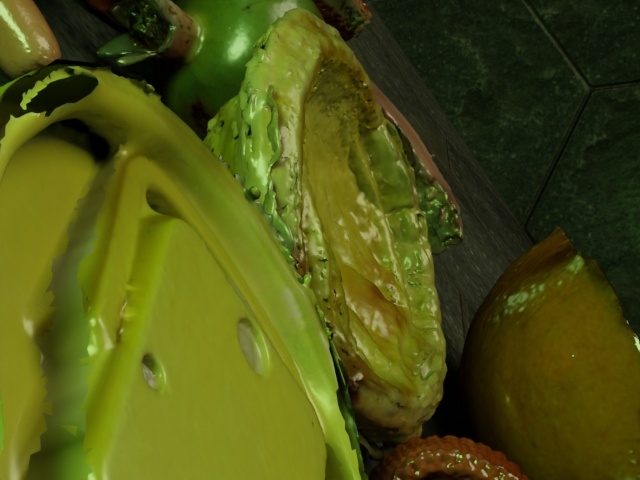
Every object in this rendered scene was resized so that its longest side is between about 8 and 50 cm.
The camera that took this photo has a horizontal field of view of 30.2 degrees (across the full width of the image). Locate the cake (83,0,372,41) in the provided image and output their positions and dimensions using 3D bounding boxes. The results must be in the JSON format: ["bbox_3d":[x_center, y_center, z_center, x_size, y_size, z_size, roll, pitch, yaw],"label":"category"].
[{"bbox_3d":[-0.070,-0.194,0.869,0.262,0.158,0.159,48,18,-29],"label":"cake"}]

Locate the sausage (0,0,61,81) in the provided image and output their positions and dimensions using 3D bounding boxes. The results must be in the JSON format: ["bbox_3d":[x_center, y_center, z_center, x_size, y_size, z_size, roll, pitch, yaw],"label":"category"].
[{"bbox_3d":[-0.164,-0.118,0.614,0.083,0.034,0.034,57,13,7],"label":"sausage"}]

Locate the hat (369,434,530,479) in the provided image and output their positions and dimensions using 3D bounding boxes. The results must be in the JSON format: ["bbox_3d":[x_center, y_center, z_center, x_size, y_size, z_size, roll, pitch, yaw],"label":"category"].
[{"bbox_3d":[0.072,0.158,0.685,0.112,0.093,0.162,64,-5,1],"label":"hat"}]

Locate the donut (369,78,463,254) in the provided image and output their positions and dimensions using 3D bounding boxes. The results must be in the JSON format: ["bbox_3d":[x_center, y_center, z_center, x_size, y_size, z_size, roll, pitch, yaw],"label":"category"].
[{"bbox_3d":[0.043,-0.088,1.151,0.233,0.085,0.199,39,21,-48],"label":"donut"}]

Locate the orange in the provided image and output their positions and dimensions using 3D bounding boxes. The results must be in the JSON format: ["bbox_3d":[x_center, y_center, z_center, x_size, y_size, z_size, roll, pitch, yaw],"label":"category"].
[{"bbox_3d":[0.236,0.118,0.966,0.274,0.274,0.310,51,-21,-14],"label":"orange"}]

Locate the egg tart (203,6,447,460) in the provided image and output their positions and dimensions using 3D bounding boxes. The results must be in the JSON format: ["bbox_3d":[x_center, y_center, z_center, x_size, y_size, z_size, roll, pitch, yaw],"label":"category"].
[{"bbox_3d":[0.000,0.000,0.706,0.279,0.095,0.279,-16,90,-72],"label":"egg tart"}]

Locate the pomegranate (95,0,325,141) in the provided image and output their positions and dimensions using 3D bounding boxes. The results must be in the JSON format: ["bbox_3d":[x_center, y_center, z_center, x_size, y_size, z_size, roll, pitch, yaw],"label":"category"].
[{"bbox_3d":[-0.064,-0.120,0.793,0.129,0.129,0.159,55,32,5],"label":"pomegranate"}]

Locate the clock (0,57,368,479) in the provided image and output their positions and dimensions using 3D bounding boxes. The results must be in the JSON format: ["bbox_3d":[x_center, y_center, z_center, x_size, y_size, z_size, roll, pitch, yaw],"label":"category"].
[{"bbox_3d":[-0.057,0.079,0.413,0.277,0.071,0.293,61,19,-21],"label":"clock"}]
